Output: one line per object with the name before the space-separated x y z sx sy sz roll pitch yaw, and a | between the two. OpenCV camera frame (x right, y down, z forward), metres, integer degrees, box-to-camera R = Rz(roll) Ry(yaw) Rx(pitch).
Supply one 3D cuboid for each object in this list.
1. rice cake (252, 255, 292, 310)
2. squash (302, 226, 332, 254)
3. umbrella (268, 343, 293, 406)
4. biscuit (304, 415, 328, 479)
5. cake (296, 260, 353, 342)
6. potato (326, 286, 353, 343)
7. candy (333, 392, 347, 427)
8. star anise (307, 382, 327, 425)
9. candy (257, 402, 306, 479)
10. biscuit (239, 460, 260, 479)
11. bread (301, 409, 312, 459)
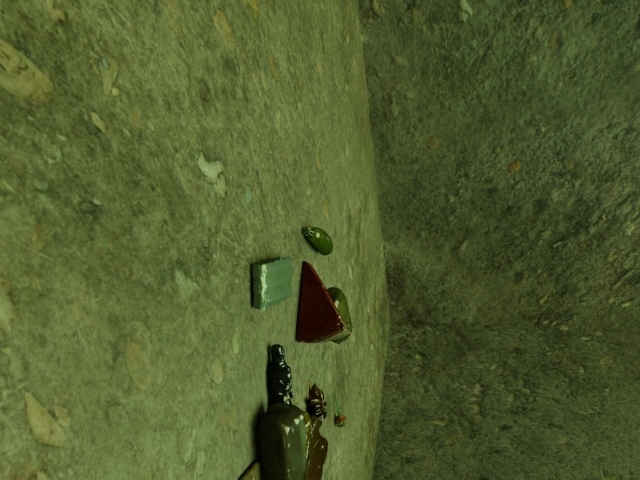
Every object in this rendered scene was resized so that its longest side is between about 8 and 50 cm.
rice cake | -0.120 0.104 1.394 0.237 0.043 0.127 -15 105 -77
squash | 0.000 0.000 1.825 0.252 0.066 0.066 49 44 -70
umbrella | -0.110 0.392 1.444 0.066 0.059 0.235 -11 103 -33
biscuit | -0.027 0.715 1.803 0.183 0.047 0.319 -56 150 -49
cake | -0.032 0.222 1.764 0.262 0.160 0.158 59 4 20
potato | 0.048 0.271 1.979 0.149 0.113 0.251 -64 144 -44
candy | 0.075 0.718 2.288 0.056 0.049 0.184 -25 119 -25
star anise | -0.011 0.576 1.874 0.168 0.058 0.167 3 90 -76
candy | -0.098 0.536 1.379 0.104 0.102 0.233 -19 108 -55
biscuit | -0.171 0.583 1.292 0.147 0.019 0.071 -7 96 -75
bread | -0.083 0.671 1.544 0.084 0.077 0.367 69 25 -55
